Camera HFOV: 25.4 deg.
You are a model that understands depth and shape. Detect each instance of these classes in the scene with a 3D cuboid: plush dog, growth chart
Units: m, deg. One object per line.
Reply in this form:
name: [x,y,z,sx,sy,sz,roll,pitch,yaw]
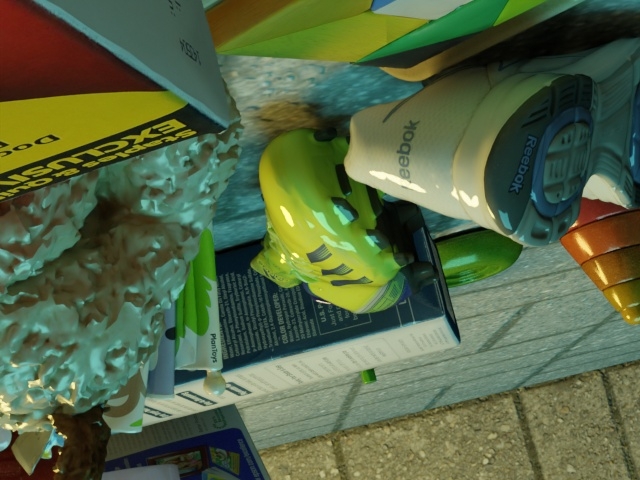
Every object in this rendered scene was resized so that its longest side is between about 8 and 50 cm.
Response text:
plush dog: [-0.192,0.008,0.688,0.225,0.211,0.262,23,148,-31]
growth chart: [-0.177,0.064,0.964,0.237,0.172,0.021,-10,-169,-8]

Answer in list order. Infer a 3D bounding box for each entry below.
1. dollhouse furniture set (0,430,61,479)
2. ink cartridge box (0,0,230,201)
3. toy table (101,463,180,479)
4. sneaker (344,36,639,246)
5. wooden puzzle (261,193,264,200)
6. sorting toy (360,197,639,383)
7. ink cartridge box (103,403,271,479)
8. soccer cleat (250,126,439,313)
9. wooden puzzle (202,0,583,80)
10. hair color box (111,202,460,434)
dollhouse furniture set: [-0.359,0.191,1.040,0.374,0.152,0.201,1,137,-21]
ink cartridge box: [-0.202,-0.059,0.452,0.309,0.130,0.272,-17,168,13]
toy table: [-0.290,0.200,1.414,0.274,0.161,0.252,-8,166,-22]
sneaker: [0.124,-0.073,0.843,0.129,0.111,0.297,12,-167,29]
wooden puzzle: [0.020,-0.047,1.013,0.116,0.014,0.078,-3,159,-42]
sorting toy: [0.170,0.056,1.364,0.365,0.126,0.127,-20,166,22]
ink cartridge box: [-0.225,0.266,1.593,0.307,0.072,0.303,-13,-151,-12]
soccer cleat: [0.000,0.001,0.960,0.121,0.093,0.289,-17,165,11]
wooden puzzle: [0.048,-0.124,0.635,0.221,0.044,0.238,-23,164,37]
hair color box: [-0.063,0.075,1.233,0.347,0.105,0.174,-15,165,6]
